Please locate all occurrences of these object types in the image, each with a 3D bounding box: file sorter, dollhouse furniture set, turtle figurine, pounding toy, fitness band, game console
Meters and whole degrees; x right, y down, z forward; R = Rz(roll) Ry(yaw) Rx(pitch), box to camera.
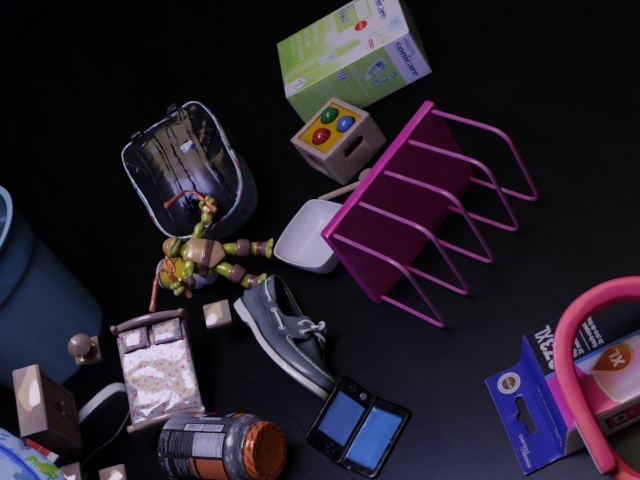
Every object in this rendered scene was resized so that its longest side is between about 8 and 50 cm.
[{"bbox_3d":[0.189,-0.036,1.587,0.182,0.202,0.290,25,71,44],"label":"file sorter"},{"bbox_3d":[-0.307,0.262,1.656,0.356,0.174,0.303,-16,66,1],"label":"dollhouse furniture set"},{"bbox_3d":[-0.204,0.040,1.824,0.217,0.087,0.269,13,56,-2],"label":"turtle figurine"},{"bbox_3d":[0.036,-0.165,1.899,0.181,0.094,0.206,-46,40,-8],"label":"pounding toy"},{"bbox_3d":[0.416,0.186,1.241,0.209,0.054,0.290,-26,67,11],"label":"fitness band"},{"bbox_3d":[0.056,0.280,1.498,0.122,0.107,0.071,-58,15,-21],"label":"game console"}]

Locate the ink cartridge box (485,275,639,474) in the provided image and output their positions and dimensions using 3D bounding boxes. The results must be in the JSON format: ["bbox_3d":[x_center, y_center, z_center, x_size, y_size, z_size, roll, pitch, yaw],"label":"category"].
[{"bbox_3d":[0.406,0.161,1.349,0.371,0.069,0.175,-31,41,14],"label":"ink cartridge box"}]

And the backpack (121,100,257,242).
[{"bbox_3d":[-0.249,-0.118,1.981,0.225,0.191,0.253,-33,69,8],"label":"backpack"}]

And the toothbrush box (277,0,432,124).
[{"bbox_3d":[0.065,-0.381,2.055,0.283,0.122,0.206,-25,43,15],"label":"toothbrush box"}]

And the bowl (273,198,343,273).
[{"bbox_3d":[0.000,0.000,1.808,0.142,0.053,0.142,16,63,45],"label":"bowl"}]

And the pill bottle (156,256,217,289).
[{"bbox_3d":[-0.260,0.064,1.938,0.116,0.065,0.065,-4,52,34],"label":"pill bottle"}]

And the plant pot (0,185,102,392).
[{"bbox_3d":[-0.635,0.123,1.961,0.341,0.334,0.341,-20,44,21],"label":"plant pot"}]

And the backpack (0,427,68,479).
[{"bbox_3d":[-0.529,0.413,1.479,0.356,0.273,0.290,16,101,13],"label":"backpack"}]

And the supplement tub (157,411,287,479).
[{"bbox_3d":[-0.155,0.333,1.572,0.190,0.117,0.117,-5,51,33],"label":"supplement tub"}]

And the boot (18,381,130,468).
[{"bbox_3d":[-0.465,0.335,1.834,0.244,0.088,0.176,-49,39,-5],"label":"boot"}]

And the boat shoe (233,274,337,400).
[{"bbox_3d":[-0.046,0.154,1.655,0.099,0.116,0.319,-46,35,-1],"label":"boat shoe"}]
